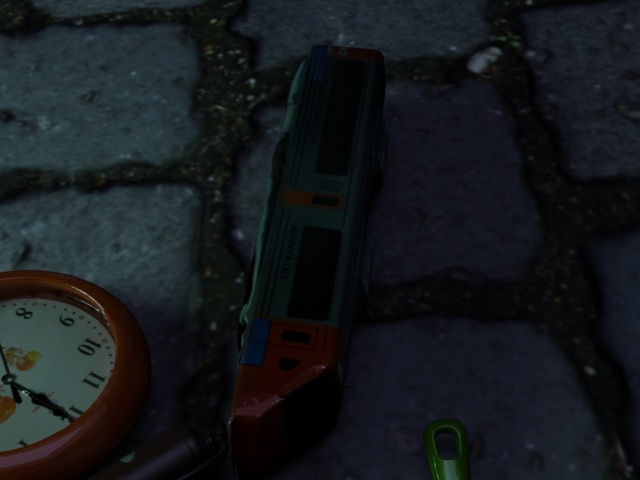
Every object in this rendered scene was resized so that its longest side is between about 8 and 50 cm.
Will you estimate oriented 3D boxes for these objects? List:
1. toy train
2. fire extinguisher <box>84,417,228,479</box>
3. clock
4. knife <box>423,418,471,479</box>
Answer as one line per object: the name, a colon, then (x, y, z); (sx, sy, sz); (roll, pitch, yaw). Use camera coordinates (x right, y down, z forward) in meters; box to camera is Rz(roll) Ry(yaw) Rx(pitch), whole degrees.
toy train: (0.000, 0.000, 0.863); (0.089, 0.086, 0.409); (5, 45, 4)
fire extinguisher: (-0.117, 0.162, 0.730); (0.157, 0.045, 0.078); (-28, 12, -24)
clock: (-0.224, 0.101, 0.797); (0.205, 0.051, 0.205); (-1, 44, 1)
knife: (0.089, 0.188, 0.714); (0.078, 0.023, 0.166); (-1, 46, -8)
